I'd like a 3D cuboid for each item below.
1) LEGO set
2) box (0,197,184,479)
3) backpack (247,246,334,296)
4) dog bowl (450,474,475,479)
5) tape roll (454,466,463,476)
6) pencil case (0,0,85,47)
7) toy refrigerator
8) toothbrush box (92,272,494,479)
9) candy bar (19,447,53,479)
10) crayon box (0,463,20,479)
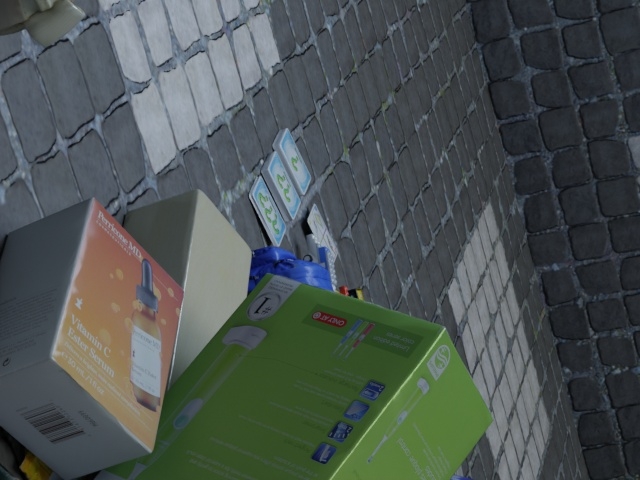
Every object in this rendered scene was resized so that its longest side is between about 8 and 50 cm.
[{"bbox_3d":[0.000,0.000,1.972,0.182,0.060,0.244,-68,138,-59],"label":"LEGO set"},{"bbox_3d":[-0.190,0.077,1.271,0.130,0.091,0.170,49,33,-36],"label":"box"},{"bbox_3d":[-0.047,0.057,1.705,0.098,0.120,0.101,8,71,-70],"label":"backpack"},{"bbox_3d":[0.126,0.395,1.787,0.104,0.265,0.265,-58,134,-68],"label":"dog bowl"},{"bbox_3d":[0.138,0.320,2.034,0.392,0.072,0.392,-11,90,-83],"label":"tape roll"},{"bbox_3d":[-0.285,-0.334,1.157,0.183,0.160,0.410,-100,167,-46],"label":"pencil case"},{"bbox_3d":[-0.137,0.093,1.462,0.102,0.094,0.269,51,31,-41],"label":"toy refrigerator"},{"bbox_3d":[-0.033,0.182,1.280,0.283,0.206,0.122,-50,131,-25],"label":"toothbrush box"},{"bbox_3d":[-0.216,0.130,1.313,0.161,0.018,0.040,-84,154,-44],"label":"candy bar"},{"bbox_3d":[-0.212,0.304,0.934,0.081,0.202,0.319,21,-44,56],"label":"crayon box"}]
